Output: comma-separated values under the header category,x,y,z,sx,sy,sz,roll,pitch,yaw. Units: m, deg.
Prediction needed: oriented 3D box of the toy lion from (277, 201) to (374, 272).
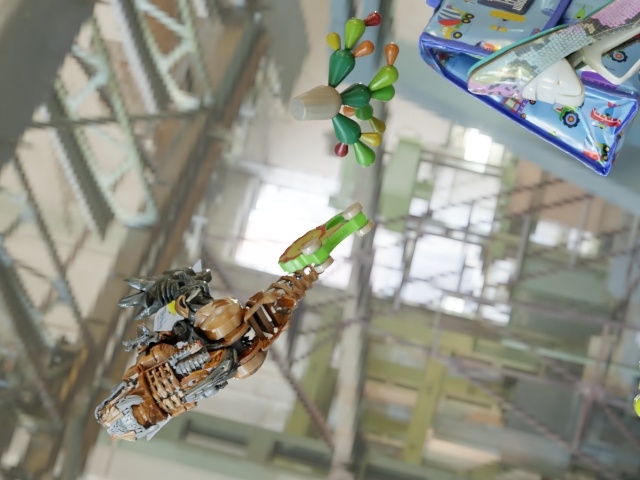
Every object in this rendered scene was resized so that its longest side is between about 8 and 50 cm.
category,x,y,z,sx,sy,sz,roll,pitch,yaw
toy lion,0.000,0.000,1.684,0.100,0.034,0.096,-41,16,-17

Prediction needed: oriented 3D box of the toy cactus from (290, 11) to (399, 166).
category,x,y,z,sx,sy,sz,roll,pitch,yaw
toy cactus,0.029,-0.210,2.180,0.180,0.112,0.219,-17,-59,-38

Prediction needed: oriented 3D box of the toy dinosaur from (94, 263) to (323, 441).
category,x,y,z,sx,sy,sz,roll,pitch,yaw
toy dinosaur,-0.125,0.125,1.801,0.218,0.322,0.164,20,122,64

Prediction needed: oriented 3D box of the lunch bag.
category,x,y,z,sx,sy,sz,roll,pitch,yaw
lunch bag,0.264,-0.246,1.855,0.138,0.293,0.221,103,-166,-50

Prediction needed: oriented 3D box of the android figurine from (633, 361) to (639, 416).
category,x,y,z,sx,sy,sz,roll,pitch,yaw
android figurine,0.530,0.156,2.348,0.273,0.056,0.248,13,-92,-82

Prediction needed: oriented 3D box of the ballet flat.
category,x,y,z,sx,sy,sz,roll,pitch,yaw
ballet flat,0.247,-0.173,1.413,0.079,0.221,0.077,63,178,13

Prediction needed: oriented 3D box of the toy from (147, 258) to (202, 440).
category,x,y,z,sx,sy,sz,roll,pitch,yaw
toy,-0.184,0.155,2.114,0.137,0.056,0.237,-49,32,34
